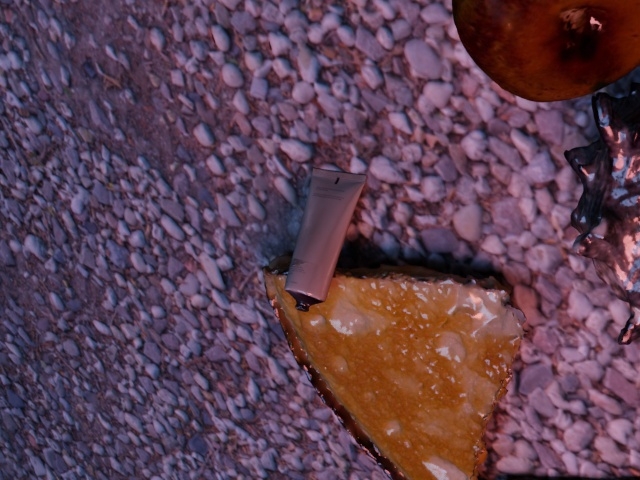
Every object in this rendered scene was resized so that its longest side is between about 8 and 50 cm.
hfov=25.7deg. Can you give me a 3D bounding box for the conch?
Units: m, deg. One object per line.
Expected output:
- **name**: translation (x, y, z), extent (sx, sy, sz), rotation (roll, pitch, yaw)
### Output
- **conch**: translation (0.374, -0.026, 1.418), extent (0.240, 0.186, 0.313), rotation (-38, 85, 35)

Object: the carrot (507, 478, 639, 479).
- **carrot**: translation (0.323, 0.334, 1.816), extent (0.247, 0.059, 0.059), rotation (-12, 110, 42)

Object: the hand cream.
- **hand cream**: translation (0.000, 0.000, 1.790), extent (0.087, 0.186, 0.054), rotation (10, 170, 36)

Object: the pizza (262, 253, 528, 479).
- **pizza**: translation (0.082, 0.152, 1.874), extent (0.391, 0.080, 0.435), rotation (29, 133, 22)

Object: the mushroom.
- **mushroom**: translation (0.246, -0.279, 1.347), extent (0.267, 0.267, 0.255), rotation (-14, 73, 45)
